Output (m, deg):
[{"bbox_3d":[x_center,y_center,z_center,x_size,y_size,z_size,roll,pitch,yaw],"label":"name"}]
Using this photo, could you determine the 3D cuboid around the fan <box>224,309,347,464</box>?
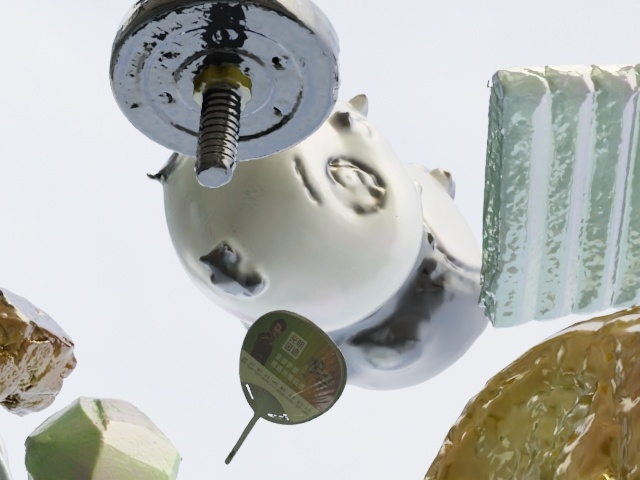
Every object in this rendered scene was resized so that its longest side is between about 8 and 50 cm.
[{"bbox_3d":[-0.025,0.067,0.758,0.080,0.003,0.060,-30,-111,17],"label":"fan"}]

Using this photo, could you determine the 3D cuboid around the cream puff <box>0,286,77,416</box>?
[{"bbox_3d":[-0.259,0.093,1.244,0.116,0.122,0.094,36,-93,0],"label":"cream puff"}]

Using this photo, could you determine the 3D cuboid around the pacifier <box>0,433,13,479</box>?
[{"bbox_3d":[-0.460,0.280,1.642,0.279,0.207,0.227,-2,-97,29],"label":"pacifier"}]

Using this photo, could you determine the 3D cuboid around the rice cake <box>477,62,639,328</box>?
[{"bbox_3d":[0.192,-0.032,1.072,0.037,0.189,0.198,-121,-148,-52],"label":"rice cake"}]

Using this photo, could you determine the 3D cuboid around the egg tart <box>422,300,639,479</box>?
[{"bbox_3d":[0.121,0.120,0.604,0.295,0.116,0.295,-46,-155,29],"label":"egg tart"}]

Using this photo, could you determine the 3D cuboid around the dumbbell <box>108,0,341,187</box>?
[{"bbox_3d":[-0.056,-0.159,0.987,0.143,0.143,0.325,-24,-137,27],"label":"dumbbell"}]

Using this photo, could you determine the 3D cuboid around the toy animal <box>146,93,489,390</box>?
[{"bbox_3d":[0.000,0.000,1.354,0.251,0.310,0.251,-21,-124,34],"label":"toy animal"}]

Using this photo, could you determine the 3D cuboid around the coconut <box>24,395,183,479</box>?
[{"bbox_3d":[-0.125,0.125,0.847,0.082,0.081,0.083,-28,-132,58],"label":"coconut"}]
